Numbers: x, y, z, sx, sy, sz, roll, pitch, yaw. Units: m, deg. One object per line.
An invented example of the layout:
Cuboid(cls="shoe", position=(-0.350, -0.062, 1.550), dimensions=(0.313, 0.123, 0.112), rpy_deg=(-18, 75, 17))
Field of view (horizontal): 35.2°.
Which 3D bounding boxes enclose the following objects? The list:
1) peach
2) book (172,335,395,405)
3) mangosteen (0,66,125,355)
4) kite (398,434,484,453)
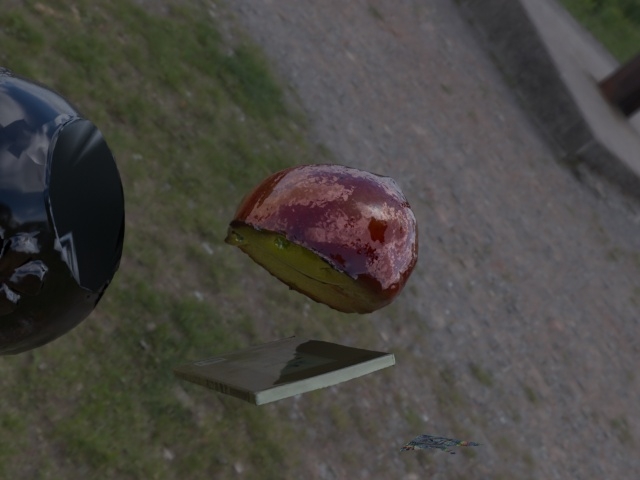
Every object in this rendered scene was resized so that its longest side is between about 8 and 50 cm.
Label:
Cuboid(cls="peach", position=(0.000, 0.000, 1.748), dimensions=(0.338, 0.281, 0.281), rpy_deg=(-5, 55, -27))
Cuboid(cls="book", position=(-0.062, 0.182, 1.460), dimensions=(0.216, 0.310, 0.021), rpy_deg=(-12, 96, -27))
Cuboid(cls="mangosteen", position=(-0.306, -0.037, 0.933), dimensions=(0.287, 0.233, 0.288), rpy_deg=(-8, 90, -76))
Cuboid(cls="kite", position=(0.152, 0.271, 1.341), dimensions=(0.122, 0.004, 0.090), rpy_deg=(-1, 6, -23))
